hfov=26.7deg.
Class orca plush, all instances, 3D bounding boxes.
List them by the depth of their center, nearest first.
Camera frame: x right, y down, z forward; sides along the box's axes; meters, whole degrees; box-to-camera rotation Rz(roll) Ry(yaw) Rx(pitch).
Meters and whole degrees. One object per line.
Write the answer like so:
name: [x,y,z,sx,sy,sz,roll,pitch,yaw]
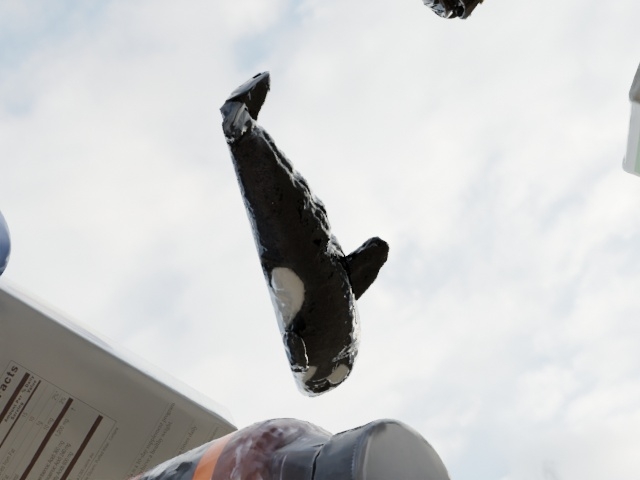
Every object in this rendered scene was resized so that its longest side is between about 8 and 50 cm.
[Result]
orca plush: [0.000,0.000,1.076,0.102,0.151,0.287,-16,-69,-2]

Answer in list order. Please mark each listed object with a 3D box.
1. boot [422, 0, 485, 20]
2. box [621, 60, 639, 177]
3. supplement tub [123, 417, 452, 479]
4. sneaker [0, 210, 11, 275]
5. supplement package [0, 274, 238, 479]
boot: [0.126,-0.209,0.696,0.263,0.091,0.229,34,-88,-37]
box: [0.198,-0.077,0.626,0.101,0.087,0.102,59,-127,-70]
supplement tub: [-0.040,0.135,0.536,0.198,0.106,0.106,-27,-42,29]
sneaker: [-0.295,-0.049,0.823,0.081,0.232,0.090,-53,-9,8]
supplement package: [-0.201,0.126,0.996,0.244,0.139,0.134,32,-95,-6]
